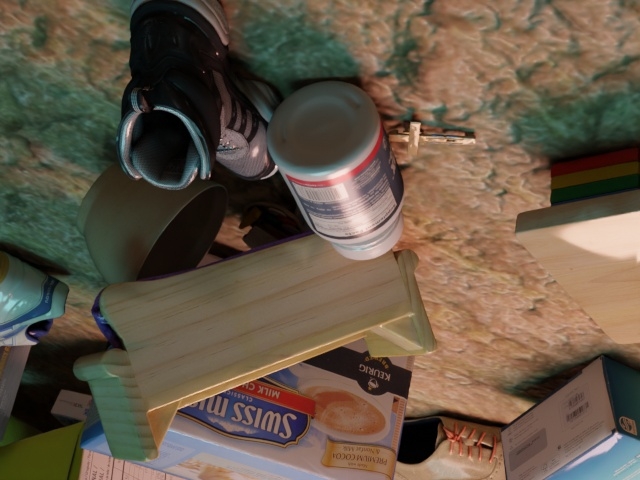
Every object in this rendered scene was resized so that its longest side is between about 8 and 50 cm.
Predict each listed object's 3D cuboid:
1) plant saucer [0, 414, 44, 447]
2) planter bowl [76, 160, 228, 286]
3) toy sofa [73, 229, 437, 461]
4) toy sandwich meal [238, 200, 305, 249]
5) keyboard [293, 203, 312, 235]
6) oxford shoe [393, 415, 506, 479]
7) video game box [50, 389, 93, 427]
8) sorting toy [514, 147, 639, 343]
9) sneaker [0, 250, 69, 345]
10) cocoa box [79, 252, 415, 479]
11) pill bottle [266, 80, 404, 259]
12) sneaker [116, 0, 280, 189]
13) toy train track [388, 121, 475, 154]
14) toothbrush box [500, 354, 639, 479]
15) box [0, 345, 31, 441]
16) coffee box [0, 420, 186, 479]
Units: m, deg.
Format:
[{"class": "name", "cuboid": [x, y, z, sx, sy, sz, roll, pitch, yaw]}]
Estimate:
[{"class": "plant saucer", "cuboid": [-0.456, 0.409, 2.023, 0.332, 0.081, 0.333, 19, 156, 36]}, {"class": "planter bowl", "cuboid": [-0.189, -0.020, 1.252, 0.109, 0.162, 0.162, 34, 155, 14]}, {"class": "toy sofa", "cuboid": [-0.074, 0.093, 1.253, 0.362, 0.177, 0.150, -19, 180, -24]}, {"class": "toy sandwich meal", "cuboid": [-0.056, -0.011, 1.312, 0.085, 0.029, 0.086, 21, 151, 12]}, {"class": "keyboard", "cuboid": [0.000, 0.000, 1.352, 0.072, 0.014, 0.256, 7, 152, -5]}, {"class": "oxford shoe", "cuboid": [0.228, 0.329, 1.758, 0.348, 0.123, 0.130, -5, 141, 23]}, {"class": "video game box", "cuboid": [-0.281, 0.303, 1.769, 0.187, 0.048, 0.205, 7, 150, 21]}, {"class": "sorting toy", "cuboid": [0.362, -0.004, 1.141, 0.257, 0.089, 0.255, -12, 145, 34]}, {"class": "sneaker", "cuboid": [-0.441, 0.116, 1.601, 0.131, 0.112, 0.296, 23, 149, -23]}, {"class": "cocoa box", "cuboid": [-0.090, 0.189, 1.479, 0.347, 0.228, 0.231, 21, 154, -19]}, {"class": "pill bottle", "cuboid": [0.023, -0.060, 1.133, 0.107, 0.108, 0.180, 0, 150, 18]}, {"class": "sneaker", "cuboid": [-0.112, -0.097, 1.062, 0.101, 0.153, 0.269, 0, 150, 19]}, {"class": "toy train track", "cuboid": [0.108, -0.102, 1.130, 0.083, 0.014, 0.048, 3, 144, 1]}, {"class": "toothbrush box", "cuboid": [0.428, 0.302, 1.585, 0.295, 0.126, 0.216, 24, 133, -21]}, {"class": "box", "cuboid": [-0.519, 0.227, 1.752, 0.056, 0.183, 0.231, 27, 148, -28]}, {"class": "coffee box", "cuboid": [-0.367, 0.504, 1.690, 0.337, 0.338, 0.334, -20, 140, 29]}]
